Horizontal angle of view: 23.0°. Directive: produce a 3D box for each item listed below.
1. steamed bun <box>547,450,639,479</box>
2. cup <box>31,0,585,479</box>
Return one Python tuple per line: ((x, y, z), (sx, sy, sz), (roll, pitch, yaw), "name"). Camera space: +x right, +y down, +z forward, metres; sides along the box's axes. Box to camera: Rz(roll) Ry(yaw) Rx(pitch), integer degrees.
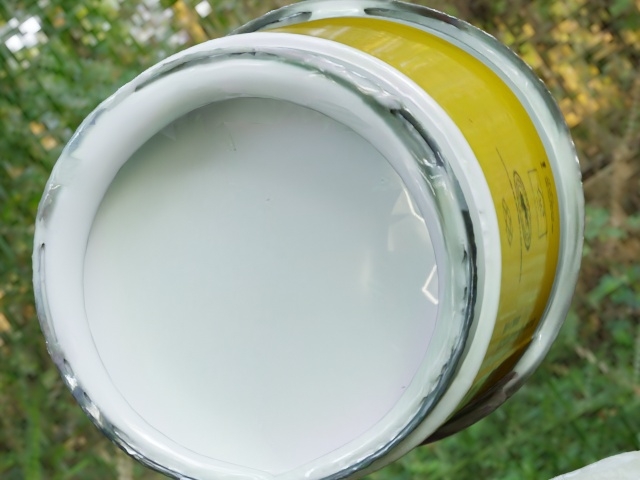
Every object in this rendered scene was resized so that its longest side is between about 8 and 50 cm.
((0.308, 0.288, 1.075), (0.342, 0.255, 0.368), (-21, -30, 30), "steamed bun")
((0.000, 0.000, 0.580), (0.196, 0.196, 0.280), (-35, -2, 10), "cup")
